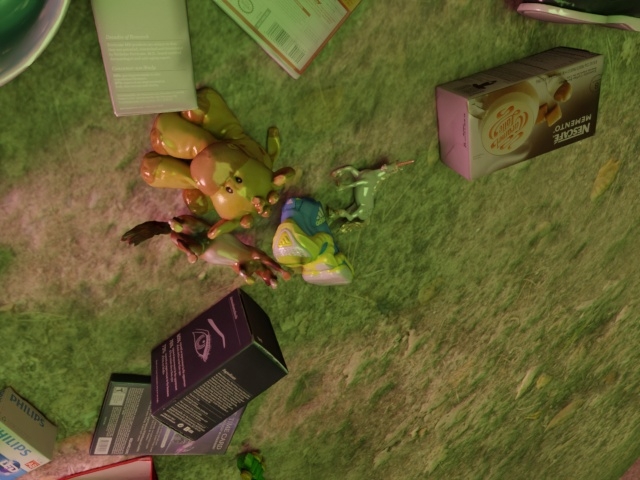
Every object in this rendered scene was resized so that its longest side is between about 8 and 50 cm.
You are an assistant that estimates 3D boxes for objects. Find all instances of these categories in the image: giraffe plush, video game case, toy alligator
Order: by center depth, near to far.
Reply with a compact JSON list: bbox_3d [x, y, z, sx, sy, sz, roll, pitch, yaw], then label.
[{"bbox_3d":[-0.013,-0.387,0.569,0.204,0.025,0.285,35,102,-32],"label":"video game case"},{"bbox_3d":[-0.128,-0.087,0.611,0.210,0.170,0.182,17,111,-28],"label":"giraffe plush"},{"bbox_3d":[-0.295,0.357,0.897,0.274,0.026,0.196,13,113,-27],"label":"video game case"},{"bbox_3d":[-0.158,0.550,1.047,0.051,0.056,0.190,5,129,26],"label":"toy alligator"}]

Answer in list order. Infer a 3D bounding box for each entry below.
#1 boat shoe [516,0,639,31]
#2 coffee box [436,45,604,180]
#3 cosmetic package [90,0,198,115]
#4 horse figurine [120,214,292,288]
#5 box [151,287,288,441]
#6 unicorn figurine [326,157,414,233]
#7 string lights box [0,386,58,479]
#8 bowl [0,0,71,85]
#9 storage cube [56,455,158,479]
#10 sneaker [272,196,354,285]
[{"bbox_3d":[0.433,-0.382,0.693,0.302,0.114,0.091,-11,124,-28],"label":"boat shoe"},{"bbox_3d":[0.330,-0.216,0.751,0.246,0.098,0.141,-19,124,-9],"label":"coffee box"},{"bbox_3d":[-0.204,-0.275,0.502,0.107,0.127,0.238,-11,120,-16],"label":"cosmetic package"},{"bbox_3d":[-0.158,0.015,0.685,0.263,0.174,0.066,24,90,-21],"label":"horse figurine"},{"bbox_3d":[-0.180,0.211,0.777,0.207,0.153,0.108,-35,125,3],"label":"box"},{"bbox_3d":[0.074,-0.086,0.763,0.111,0.060,0.162,-4,136,-19],"label":"unicorn figurine"},{"bbox_3d":[-0.611,0.370,0.754,0.259,0.077,0.134,-26,123,-5],"label":"string lights box"},{"bbox_3d":[-0.373,-0.290,0.397,0.311,0.163,0.312,-7,115,-15],"label":"bowl"},{"bbox_3d":[-0.418,0.588,0.890,0.214,0.184,0.193,-9,123,-16],"label":"storage cube"},{"bbox_3d":[0.000,0.000,0.761,0.091,0.126,0.240,-4,160,19],"label":"sneaker"}]
